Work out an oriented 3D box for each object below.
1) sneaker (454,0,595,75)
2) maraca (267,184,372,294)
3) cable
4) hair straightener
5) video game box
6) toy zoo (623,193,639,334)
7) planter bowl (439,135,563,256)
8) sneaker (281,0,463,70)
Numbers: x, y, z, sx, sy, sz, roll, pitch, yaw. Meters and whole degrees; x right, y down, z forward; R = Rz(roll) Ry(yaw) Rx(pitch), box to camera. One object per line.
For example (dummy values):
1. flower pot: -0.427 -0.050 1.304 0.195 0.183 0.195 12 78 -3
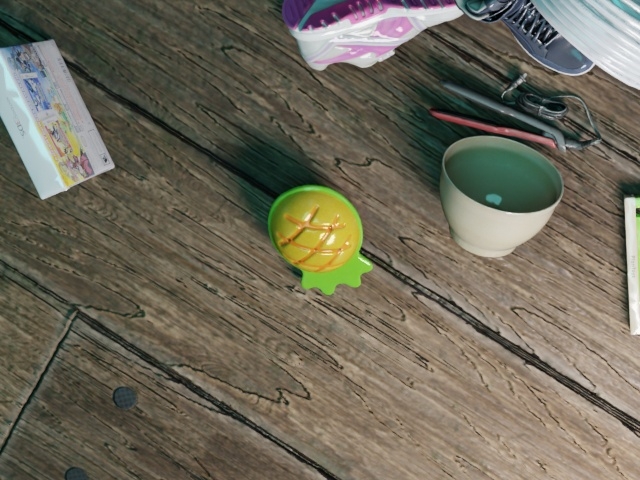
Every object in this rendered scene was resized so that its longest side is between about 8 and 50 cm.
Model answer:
1. sneaker: 0.256 -0.284 1.672 0.226 0.163 0.086 45 113 -1
2. maraca: 0.000 0.000 1.815 0.127 0.099 0.186 -15 125 15
3. cable: 0.353 -0.296 1.614 0.089 0.257 0.257 -50 59 31
4. hair straightener: 0.266 -0.178 1.754 0.230 0.047 0.089 17 104 6
5. video game box: -0.371 -0.169 1.794 0.048 0.187 0.205 -24 96 13
6. toy zoo: 0.557 0.025 1.755 0.293 0.030 0.192 -4 101 10
7. planter bowl: 0.229 -0.047 1.744 0.162 0.162 0.109 17 130 6
8. sneaker: 0.075 -0.295 1.744 0.252 0.111 0.103 -11 57 -4
